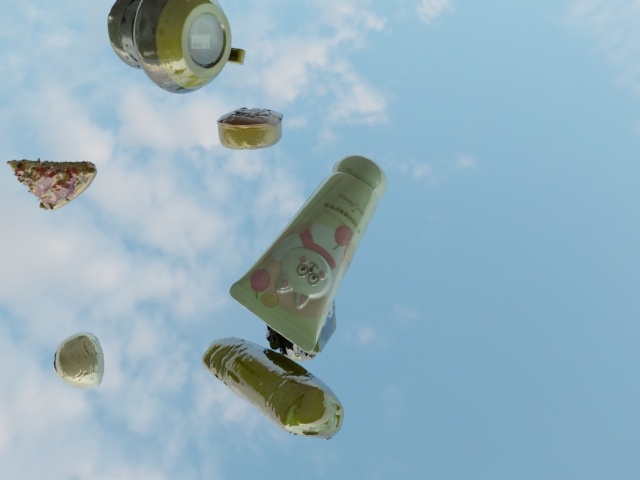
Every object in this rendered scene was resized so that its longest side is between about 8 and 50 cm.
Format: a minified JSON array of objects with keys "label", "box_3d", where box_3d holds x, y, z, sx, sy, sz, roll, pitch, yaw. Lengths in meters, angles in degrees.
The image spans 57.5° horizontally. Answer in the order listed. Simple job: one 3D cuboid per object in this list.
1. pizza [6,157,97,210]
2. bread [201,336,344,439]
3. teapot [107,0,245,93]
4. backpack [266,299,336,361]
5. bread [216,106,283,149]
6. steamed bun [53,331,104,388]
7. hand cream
[{"label":"pizza","box_3d":[-0.654,-0.142,1.397,0.188,0.199,0.062,-38,-121,21]},{"label":"bread","box_3d":[-0.104,0.293,1.233,0.384,0.166,0.112,17,-95,50]},{"label":"teapot","box_3d":[-0.166,-0.242,0.699,0.119,0.166,0.130,20,-78,30]},{"label":"backpack","box_3d":[-0.049,0.139,1.360,0.140,0.253,0.207,-2,-160,19]},{"label":"bread","box_3d":[-0.156,-0.254,1.326,0.156,0.086,0.125,-8,-156,-15]},{"label":"steamed bun","box_3d":[-0.550,0.275,1.324,0.113,0.091,0.129,1,-90,38]},{"label":"hand cream","box_3d":[0.000,0.000,0.864,0.147,0.093,0.305,39,-117,-15]}]
